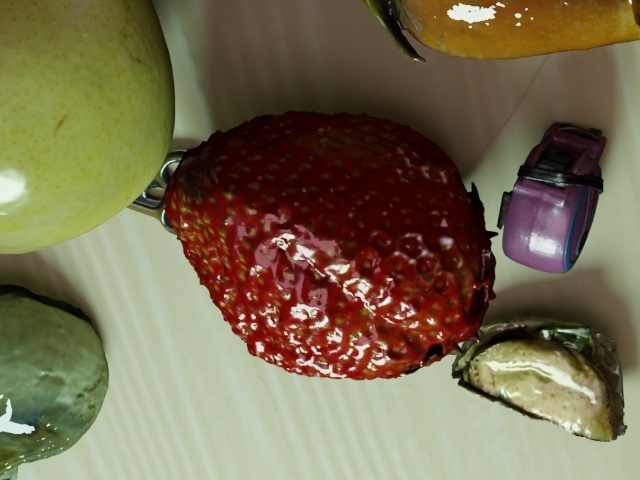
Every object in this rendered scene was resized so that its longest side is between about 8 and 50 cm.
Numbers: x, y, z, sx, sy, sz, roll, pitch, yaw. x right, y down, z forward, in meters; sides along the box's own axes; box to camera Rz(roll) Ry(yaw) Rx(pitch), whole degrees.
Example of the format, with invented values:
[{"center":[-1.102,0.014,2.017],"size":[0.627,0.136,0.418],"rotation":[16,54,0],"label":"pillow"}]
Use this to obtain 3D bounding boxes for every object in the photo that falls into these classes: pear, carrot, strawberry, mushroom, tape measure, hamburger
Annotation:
[{"center":[-0.267,-0.133,1.645],"size":[0.309,0.309,0.309],"rotation":[3,117,6],"label":"pear"},{"center":[0.149,-0.243,1.586],"size":[0.331,0.214,0.193],"rotation":[-1,116,12],"label":"carrot"},{"center":[0.000,0.000,1.705],"size":[0.288,0.238,0.250],"rotation":[32,108,-36],"label":"strawberry"},{"center":[-0.362,0.192,1.868],"size":[0.344,0.130,0.247],"rotation":[-25,120,1],"label":"mushroom"},{"center":[0.207,-0.034,1.734],"size":[0.074,0.125,0.118],"rotation":[18,116,19],"label":"tape measure"},{"center":[0.221,0.112,1.831],"size":[0.176,0.087,0.102],"rotation":[22,106,5],"label":"hamburger"}]

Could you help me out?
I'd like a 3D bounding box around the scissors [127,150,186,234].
[{"center":[-0.215,-0.051,1.838],"size":[0.220,0.017,0.088],"rotation":[4,121,5],"label":"scissors"}]
